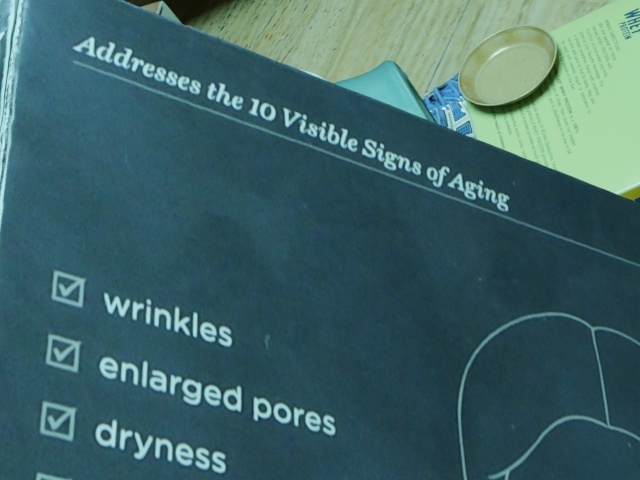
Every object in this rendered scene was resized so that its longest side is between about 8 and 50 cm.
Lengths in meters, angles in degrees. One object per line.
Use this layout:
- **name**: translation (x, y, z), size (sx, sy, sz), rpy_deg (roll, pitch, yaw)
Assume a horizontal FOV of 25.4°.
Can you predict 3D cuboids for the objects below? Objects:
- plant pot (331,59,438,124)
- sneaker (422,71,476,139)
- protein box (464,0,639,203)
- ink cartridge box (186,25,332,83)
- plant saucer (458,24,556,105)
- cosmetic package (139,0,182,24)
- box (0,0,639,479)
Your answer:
- **plant pot**: translation (0.000, 0.000, 1.119), size (0.255, 0.271, 0.271), rpy_deg (-32, 43, 8)
- **sneaker**: translation (0.105, -0.097, 1.272), size (0.080, 0.081, 0.211), rpy_deg (21, 67, 45)
- **protein box**: translation (0.241, -0.068, 1.115), size (0.201, 0.136, 0.200), rpy_deg (-25, 44, 15)
- **ink cartridge box**: translation (-0.080, -0.090, 1.331), size (0.232, 0.066, 0.189), rpy_deg (32, 72, 7)
- **plant saucer**: translation (0.149, -0.135, 1.122), size (0.083, 0.015, 0.083), rpy_deg (-19, 46, 21)
- **cosmetic package**: translation (-0.272, -0.131, 1.521), size (0.296, 0.129, 0.153), rpy_deg (-13, 49, 26)
- **box**: translation (-0.005, 0.194, 0.704), size (0.297, 0.480, 0.472), rpy_deg (-41, 39, 45)
